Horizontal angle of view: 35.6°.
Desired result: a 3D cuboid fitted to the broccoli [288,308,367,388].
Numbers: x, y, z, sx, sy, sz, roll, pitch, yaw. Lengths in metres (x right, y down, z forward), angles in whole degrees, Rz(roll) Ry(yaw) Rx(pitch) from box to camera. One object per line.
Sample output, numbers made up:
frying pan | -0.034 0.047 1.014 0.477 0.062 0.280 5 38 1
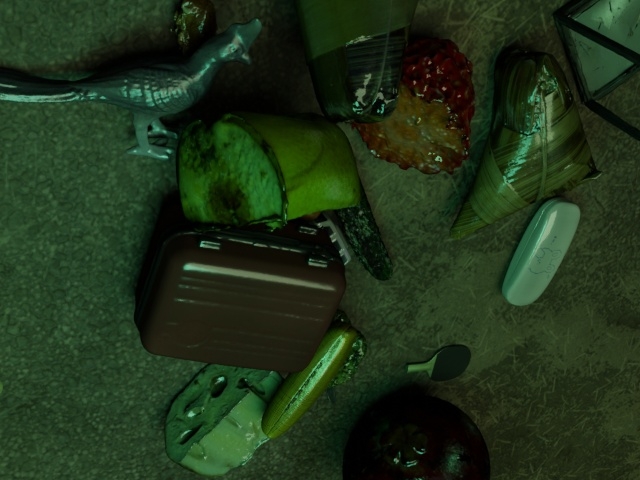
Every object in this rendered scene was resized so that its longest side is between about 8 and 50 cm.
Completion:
broccoli | 0.001 0.199 1.763 0.162 0.138 0.146 -41 96 13

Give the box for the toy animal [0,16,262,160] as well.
toy animal | -0.245 -0.198 1.379 0.367 0.081 0.206 -12 144 1

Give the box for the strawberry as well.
strawberry | 0.155 -0.227 1.561 0.178 0.234 0.234 -57 137 -27

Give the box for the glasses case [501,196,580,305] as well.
glasses case | 0.425 0.023 1.924 0.092 0.059 0.233 7 118 -34

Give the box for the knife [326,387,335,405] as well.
knife | 0.014 0.255 1.885 0.023 0.010 0.170 -23 130 -15

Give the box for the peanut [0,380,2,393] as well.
peanut | -0.569 0.272 1.530 0.187 0.082 0.082 -34 131 -6

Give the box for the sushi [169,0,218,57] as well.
sushi | -0.177 -0.294 1.385 0.060 0.061 0.118 12 116 10

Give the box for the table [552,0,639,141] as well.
table | 0.623 -0.341 1.651 0.335 0.272 0.222 -35 131 -4

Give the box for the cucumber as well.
cucumber | 0.067 -0.024 1.692 0.067 0.067 0.293 -31 132 -8

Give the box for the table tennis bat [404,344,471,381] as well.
table tennis bat | 0.237 0.250 2.003 0.156 0.013 0.087 -2 122 -29

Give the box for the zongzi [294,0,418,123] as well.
zongzi | 0.111 -0.321 1.410 0.317 0.154 0.289 -15 96 -31

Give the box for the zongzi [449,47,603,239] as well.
zongzi | 0.309 -0.157 1.705 0.288 0.134 0.286 -29 124 1

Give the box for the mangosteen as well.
mangosteen | 0.184 0.446 1.937 0.311 0.311 0.311 -14 126 -20

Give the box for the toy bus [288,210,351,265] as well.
toy bus | 0.000 0.000 1.672 0.075 0.060 0.123 -32 131 -5

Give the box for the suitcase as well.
suitcase | -0.128 0.077 1.551 0.297 0.161 0.236 10 125 -23

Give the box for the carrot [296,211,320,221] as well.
carrot | -0.082 -0.081 1.562 0.193 0.087 0.087 7 117 -39

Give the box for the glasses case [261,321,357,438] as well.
glasses case | -0.020 0.232 1.660 0.234 0.064 0.079 -54 174 12

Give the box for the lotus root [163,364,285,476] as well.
lotus root | -0.162 0.301 1.736 0.235 0.138 0.119 -39 137 -2

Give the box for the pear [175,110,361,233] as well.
pear | -0.039 -0.105 1.390 0.255 0.238 0.164 -11 95 -39
